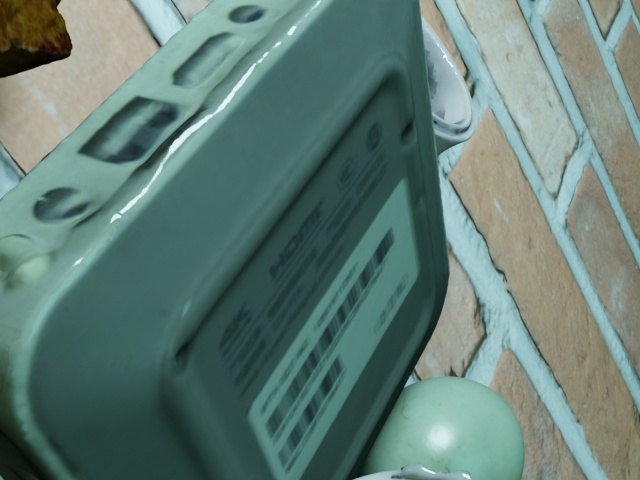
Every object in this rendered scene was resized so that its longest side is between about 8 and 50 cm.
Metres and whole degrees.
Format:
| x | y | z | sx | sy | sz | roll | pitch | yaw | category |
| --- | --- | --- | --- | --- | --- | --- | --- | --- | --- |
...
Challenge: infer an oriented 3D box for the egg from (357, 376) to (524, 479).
| x | y | z | sx | sy | sz | roll | pitch | yaw | category |
| --- | --- | --- | --- | --- | --- | --- | --- | --- | --- |
| 0.118 | 0.208 | 0.784 | 0.192 | 0.149 | 0.149 | -15 | 93 | -48 | egg |

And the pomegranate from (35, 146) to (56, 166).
| x | y | z | sx | sy | sz | roll | pitch | yaw | category |
| --- | --- | --- | --- | --- | --- | --- | --- | --- | --- |
| -0.148 | -0.017 | 0.564 | 0.130 | 0.130 | 0.130 | 14 | 71 | -46 | pomegranate |

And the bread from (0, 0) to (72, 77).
| x | y | z | sx | sy | sz | roll | pitch | yaw | category |
| --- | --- | --- | --- | --- | --- | --- | --- | --- | --- |
| -0.236 | -0.181 | 0.427 | 0.247 | 0.135 | 0.232 | -87 | 152 | -73 | bread |

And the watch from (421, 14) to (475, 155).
| x | y | z | sx | sy | sz | roll | pitch | yaw | category |
| --- | --- | --- | --- | --- | --- | --- | --- | --- | --- |
| 0.049 | -0.185 | 0.768 | 0.231 | 0.196 | 0.244 | 27 | 42 | -35 | watch |

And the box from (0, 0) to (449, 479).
| x | y | z | sx | sy | sz | roll | pitch | yaw | category |
| --- | --- | --- | --- | --- | --- | --- | --- | --- | --- |
| -0.031 | 0.045 | 0.558 | 0.396 | 0.111 | 0.397 | -56 | 148 | -33 | box |

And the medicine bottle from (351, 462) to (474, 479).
| x | y | z | sx | sy | sz | roll | pitch | yaw | category |
| --- | --- | --- | --- | --- | --- | --- | --- | --- | --- |
| 0.081 | 0.329 | 0.573 | 0.379 | 0.213 | 0.214 | 73 | 33 | -49 | medicine bottle |
